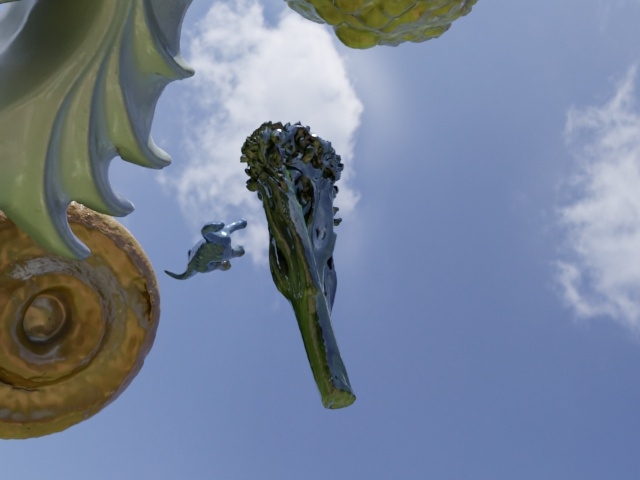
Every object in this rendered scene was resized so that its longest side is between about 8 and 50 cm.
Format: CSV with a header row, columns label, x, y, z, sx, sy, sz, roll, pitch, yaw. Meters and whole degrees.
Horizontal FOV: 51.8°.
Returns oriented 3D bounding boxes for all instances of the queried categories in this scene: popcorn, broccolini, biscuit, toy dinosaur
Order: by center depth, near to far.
label,x,y,z,sx,sy,sz,roll,pitch,yaw
broccolini,-0.019,0.007,0.411,0.068,0.203,0.091,-11,-39,13
popcorn,0.052,-0.320,0.661,0.237,0.205,0.252,-18,-85,49
biscuit,-0.328,0.090,0.773,0.102,0.296,0.296,13,-48,52
toy dinosaur,-0.222,0.023,1.163,0.247,0.188,0.075,-27,-99,25

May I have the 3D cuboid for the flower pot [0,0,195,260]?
label,x,y,z,sx,sy,sz,roll,pitch,yaw
flower pot,-0.238,-0.150,0.532,0.164,0.254,0.368,31,-70,37
